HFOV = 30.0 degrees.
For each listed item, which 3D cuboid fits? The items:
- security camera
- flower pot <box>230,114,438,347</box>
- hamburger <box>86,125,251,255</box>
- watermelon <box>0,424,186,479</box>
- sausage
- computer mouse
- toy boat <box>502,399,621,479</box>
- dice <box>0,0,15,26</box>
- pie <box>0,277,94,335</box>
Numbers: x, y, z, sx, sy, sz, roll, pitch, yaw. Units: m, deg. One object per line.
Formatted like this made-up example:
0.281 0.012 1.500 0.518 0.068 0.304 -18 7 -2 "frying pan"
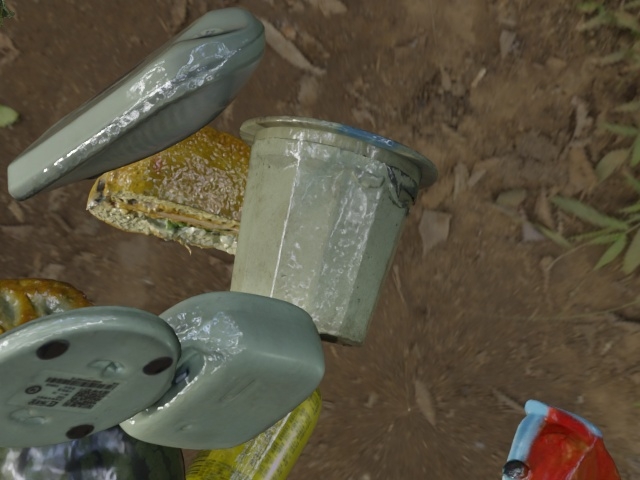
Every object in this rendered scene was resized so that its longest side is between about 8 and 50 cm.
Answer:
-0.128 0.087 0.851 0.157 0.302 0.080 -40 58 28 "security camera"
0.000 0.000 1.226 0.212 0.212 0.202 11 82 6 "flower pot"
-0.151 -0.068 1.539 0.283 0.144 0.156 15 58 -23 "hamburger"
-0.229 0.227 1.120 0.212 0.212 0.212 -1 82 4 "watermelon"
-0.098 0.295 1.643 0.123 0.123 0.347 28 49 8 "sausage"
-0.190 -0.132 1.259 0.331 0.197 0.095 -30 103 28 "computer mouse"
0.107 0.159 0.572 0.069 0.059 0.172 23 65 -36 "toy boat"
-0.586 -0.293 1.593 0.254 0.252 0.249 39 72 -4 "dice"
-0.401 0.160 1.570 0.315 0.092 0.315 8 39 -6 "pie"
